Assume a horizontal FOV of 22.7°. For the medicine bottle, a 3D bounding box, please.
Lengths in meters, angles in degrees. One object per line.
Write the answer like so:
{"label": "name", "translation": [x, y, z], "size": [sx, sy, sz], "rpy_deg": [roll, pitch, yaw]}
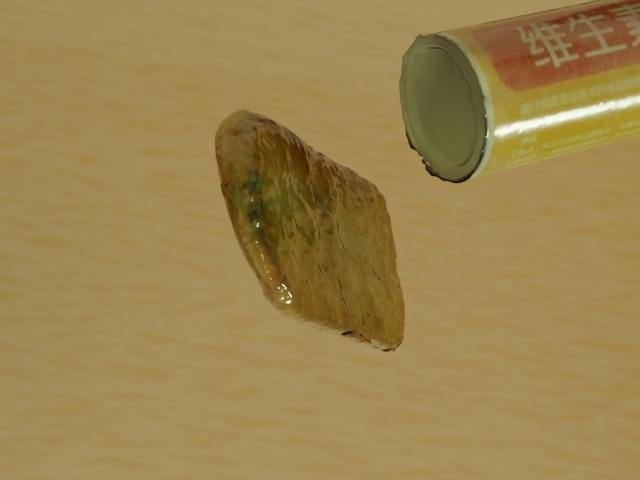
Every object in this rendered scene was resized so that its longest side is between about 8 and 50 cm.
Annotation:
{"label": "medicine bottle", "translation": [0.254, -0.123, 1.036], "size": [0.108, 0.426, 0.108], "rpy_deg": [37, -45, 49]}

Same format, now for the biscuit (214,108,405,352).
{"label": "biscuit", "translation": [0.000, 0.000, 0.898], "size": [0.247, 0.029, 0.118], "rpy_deg": [27, 50, -66]}
